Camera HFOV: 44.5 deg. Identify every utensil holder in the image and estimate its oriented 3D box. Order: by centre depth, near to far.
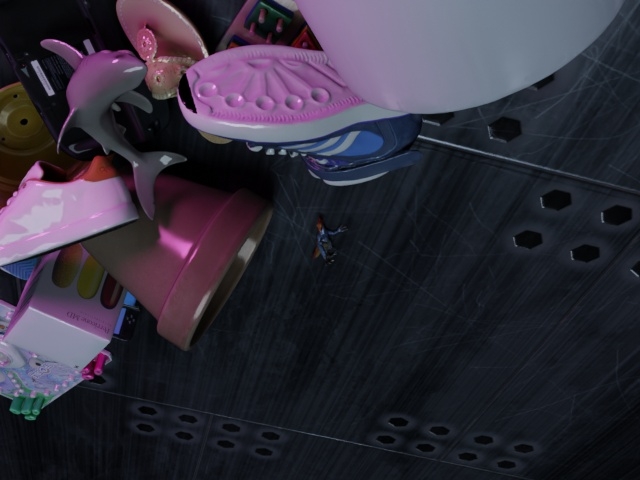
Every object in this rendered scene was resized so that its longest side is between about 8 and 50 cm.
[{"bbox_3d":[0.069,-0.343,0.642,0.327,0.328,0.385,-12,138,22],"label":"utensil holder"}]

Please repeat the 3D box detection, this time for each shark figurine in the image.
[{"bbox_3d":[-0.278,-0.137,0.972,0.166,0.116,0.278,20,155,8],"label":"shark figurine"}]

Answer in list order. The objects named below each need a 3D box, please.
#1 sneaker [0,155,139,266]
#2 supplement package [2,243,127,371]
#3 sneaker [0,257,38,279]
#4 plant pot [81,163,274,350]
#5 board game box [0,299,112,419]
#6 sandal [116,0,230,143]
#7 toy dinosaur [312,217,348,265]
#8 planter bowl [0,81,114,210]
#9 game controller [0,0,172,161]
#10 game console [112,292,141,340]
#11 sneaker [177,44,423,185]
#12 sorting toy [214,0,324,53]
[{"bbox_3d":[-0.402,-0.038,1.088,0.290,0.106,0.123,-20,95,6],"label":"sneaker"},{"bbox_3d":[-0.391,0.063,1.270,0.139,0.244,0.134,28,137,-23],"label":"supplement package"},{"bbox_3d":[-0.573,-0.016,1.328,0.229,0.087,0.092,47,160,-21],"label":"sneaker"},{"bbox_3d":[-0.231,0.002,1.199,0.229,0.263,0.263,29,139,2],"label":"plant pot"},{"bbox_3d":[-0.717,0.254,1.711,0.390,0.050,0.390,33,134,-27],"label":"board game box"},{"bbox_3d":[-0.176,-0.197,0.983,0.088,0.079,0.240,-14,135,21],"label":"sandal"},{"bbox_3d":[0.000,0.000,1.290,0.090,0.047,0.082,-8,121,34],"label":"toy dinosaur"},{"bbox_3d":[-0.410,-0.150,1.108,0.217,0.090,0.217,-22,136,-23],"label":"planter bowl"},{"bbox_3d":[-0.307,-0.237,1.002,0.166,0.067,0.319,-18,138,-3],"label":"game controller"},{"bbox_3d":[-0.407,0.127,1.490,0.122,0.107,0.071,16,168,-9],"label":"game console"},{"bbox_3d":[-0.023,-0.132,1.003,0.322,0.130,0.236,-10,154,-17],"label":"sneaker"},{"bbox_3d":[-0.047,-0.247,0.992,0.132,0.046,0.274,26,137,-21],"label":"sorting toy"}]
